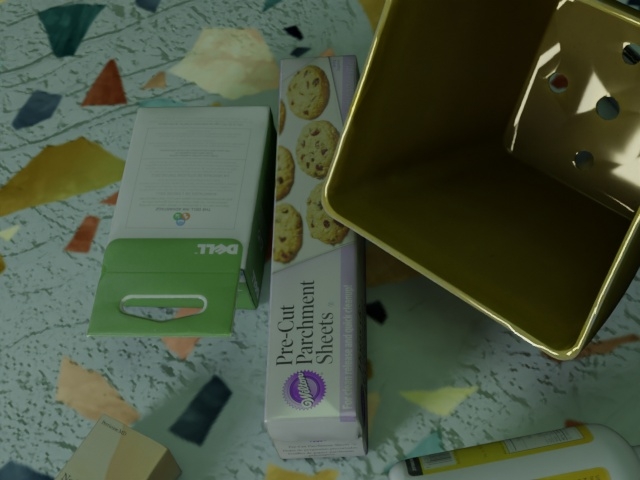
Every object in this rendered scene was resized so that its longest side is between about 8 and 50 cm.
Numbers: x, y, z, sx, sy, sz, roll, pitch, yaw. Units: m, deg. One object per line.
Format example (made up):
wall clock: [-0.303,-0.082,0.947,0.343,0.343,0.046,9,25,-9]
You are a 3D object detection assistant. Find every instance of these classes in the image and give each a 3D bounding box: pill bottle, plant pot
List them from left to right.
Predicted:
pill bottle: [0.138,0.168,0.688,0.184,0.103,0.103,-11,55,1]
plant pot: [0.160,-0.080,0.784,0.212,0.212,0.187,33,29,26]

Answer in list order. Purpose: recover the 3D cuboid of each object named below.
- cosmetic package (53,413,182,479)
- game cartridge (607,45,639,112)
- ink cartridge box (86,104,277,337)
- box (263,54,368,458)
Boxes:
cosmetic package: [-0.150,0.180,0.758,0.060,0.041,0.115,22,61,21]
game cartridge: [0.248,-0.118,0.898,0.017,0.056,0.083,-24,55,-18]
ink cartridge box: [-0.098,-0.004,0.865,0.109,0.062,0.209,1,56,9]
box: [0.000,0.000,0.847,0.067,0.063,0.324,-3,55,7]
